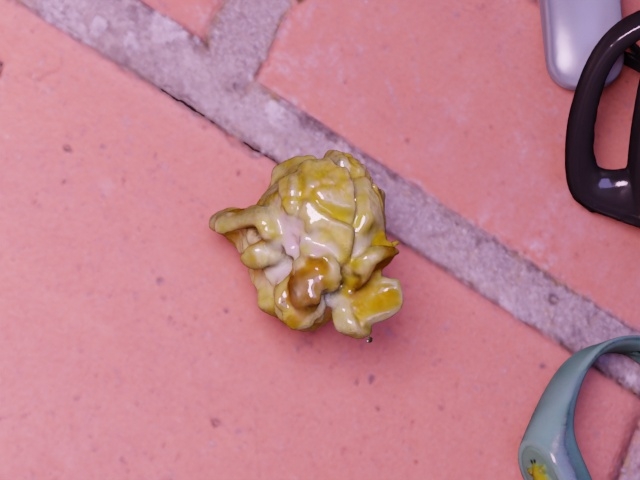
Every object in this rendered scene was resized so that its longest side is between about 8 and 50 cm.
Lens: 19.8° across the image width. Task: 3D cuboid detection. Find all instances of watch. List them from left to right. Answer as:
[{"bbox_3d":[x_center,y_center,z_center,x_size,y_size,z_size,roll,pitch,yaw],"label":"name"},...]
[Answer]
[{"bbox_3d":[0.270,0.200,1.540,0.195,0.068,0.237,-22,85,-28],"label":"watch"}]

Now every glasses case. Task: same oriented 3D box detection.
[{"bbox_3d":[0.226,-0.218,1.607,0.067,0.045,0.179,-2,79,-5],"label":"glasses case"}]

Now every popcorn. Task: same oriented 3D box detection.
[{"bbox_3d":[0.000,0.000,1.419,0.162,0.135,0.141,19,90,23],"label":"popcorn"}]

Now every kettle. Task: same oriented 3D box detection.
[{"bbox_3d":[0.316,-0.110,1.541,0.202,0.144,0.232,9,116,-8],"label":"kettle"}]

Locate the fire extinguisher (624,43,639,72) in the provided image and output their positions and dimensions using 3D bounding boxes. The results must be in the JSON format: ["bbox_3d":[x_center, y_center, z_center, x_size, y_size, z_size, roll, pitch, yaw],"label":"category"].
[{"bbox_3d":[0.381,-0.193,1.666,0.267,0.072,0.089,-22,54,-25],"label":"fire extinguisher"}]
